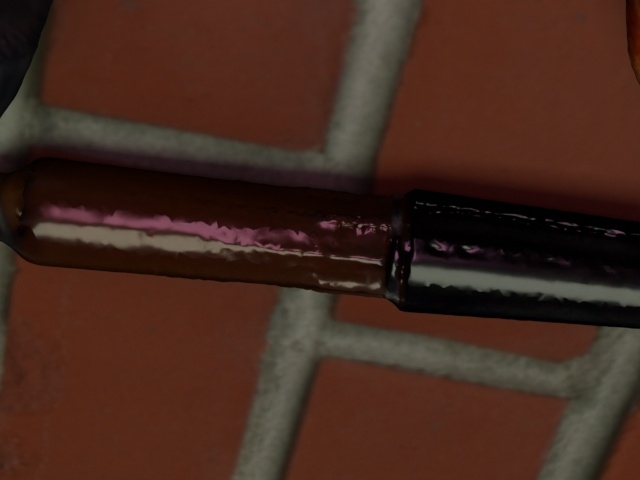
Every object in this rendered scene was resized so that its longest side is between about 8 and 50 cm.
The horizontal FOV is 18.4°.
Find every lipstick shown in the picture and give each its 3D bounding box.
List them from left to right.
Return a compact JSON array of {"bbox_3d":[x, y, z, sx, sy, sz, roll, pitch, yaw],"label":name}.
[{"bbox_3d":[0.000,0.000,1.216,0.418,0.077,0.077,6,133,1],"label":"lipstick"}]

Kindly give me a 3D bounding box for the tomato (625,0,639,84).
[{"bbox_3d":[0.281,-0.137,1.052,0.236,0.095,0.237,4,130,4],"label":"tomato"}]

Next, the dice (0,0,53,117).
[{"bbox_3d":[-0.260,-0.122,1.049,0.181,0.182,0.183,36,124,-24],"label":"dice"}]
